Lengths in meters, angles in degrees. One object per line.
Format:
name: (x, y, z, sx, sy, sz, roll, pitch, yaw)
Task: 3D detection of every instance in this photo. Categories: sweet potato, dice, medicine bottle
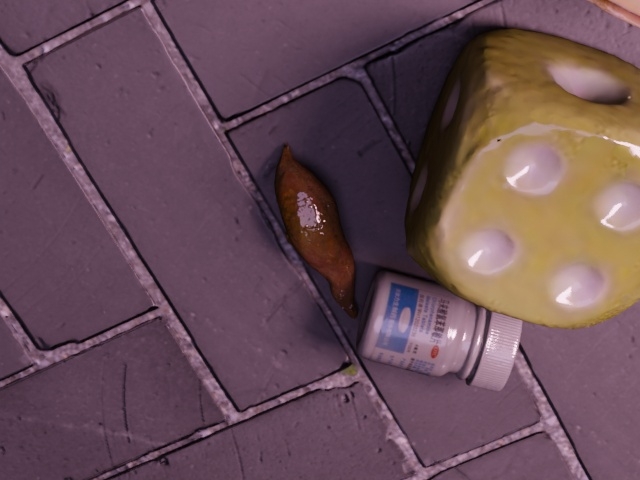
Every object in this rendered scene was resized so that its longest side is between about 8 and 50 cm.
sweet potato: (-0.001, 0.001, 1.789, 0.068, 0.068, 0.226, -18, 114, 12)
dice: (0.228, -0.063, 1.657, 0.238, 0.227, 0.233, 16, 118, -6)
medicine bottle: (0.131, 0.100, 1.807, 0.168, 0.105, 0.105, 14, 116, -4)

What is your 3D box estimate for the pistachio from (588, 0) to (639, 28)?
pistachio: (0.327, -0.300, 1.553, 0.318, 0.193, 0.213, 14, 77, 3)
